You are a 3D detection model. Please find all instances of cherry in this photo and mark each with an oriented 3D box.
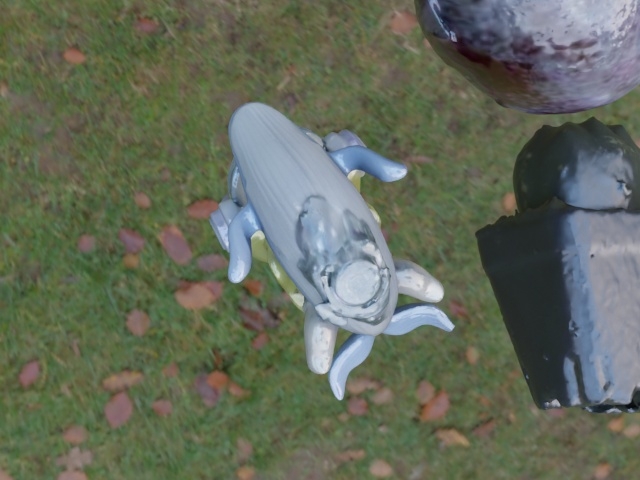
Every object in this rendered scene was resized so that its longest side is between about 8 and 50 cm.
[{"bbox_3d":[0.142,-0.177,0.731,0.195,0.195,0.195,-10,120,-19],"label":"cherry"}]

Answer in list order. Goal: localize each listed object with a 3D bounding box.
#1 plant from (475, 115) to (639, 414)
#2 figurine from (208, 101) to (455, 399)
[{"bbox_3d":[0.230,0.020,1.012,0.164,0.142,0.256,4,75,-27],"label":"plant"},{"bbox_3d":[0.000,0.000,0.790,0.128,0.184,0.208,-30,111,-4],"label":"figurine"}]
